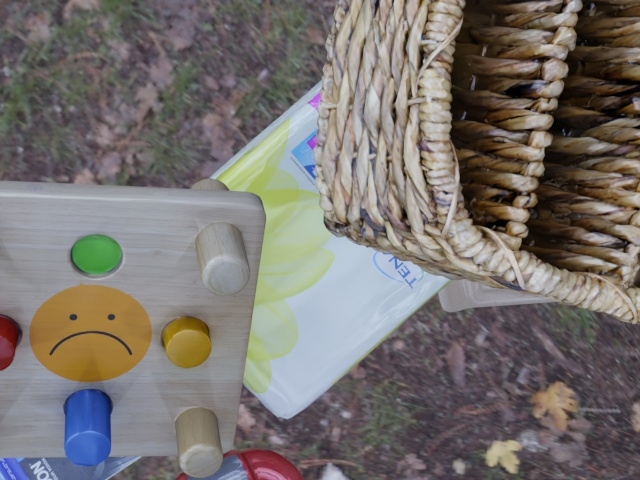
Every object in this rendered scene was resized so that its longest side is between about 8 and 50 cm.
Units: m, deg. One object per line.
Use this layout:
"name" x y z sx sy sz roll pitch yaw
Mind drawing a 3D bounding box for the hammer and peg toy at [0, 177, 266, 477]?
"hammer and peg toy" -0.235 0.073 0.862 0.361 0.266 0.127 1 31 -13

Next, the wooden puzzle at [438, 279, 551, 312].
"wooden puzzle" 0.311 -0.059 1.497 0.348 0.322 0.080 -8 32 14

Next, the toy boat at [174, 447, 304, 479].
"toy boat" -0.048 0.294 0.945 0.151 0.151 0.231 -24 82 -16

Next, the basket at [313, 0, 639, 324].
"basket" 0.151 -0.115 0.663 0.223 0.213 0.299 14 86 43

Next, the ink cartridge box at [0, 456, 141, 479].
"ink cartridge box" -0.303 0.228 1.405 0.333 0.065 0.165 -34 91 -16

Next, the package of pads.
"package of pads" 0.000 0.000 1.066 0.296 0.101 0.229 -40 103 -3
